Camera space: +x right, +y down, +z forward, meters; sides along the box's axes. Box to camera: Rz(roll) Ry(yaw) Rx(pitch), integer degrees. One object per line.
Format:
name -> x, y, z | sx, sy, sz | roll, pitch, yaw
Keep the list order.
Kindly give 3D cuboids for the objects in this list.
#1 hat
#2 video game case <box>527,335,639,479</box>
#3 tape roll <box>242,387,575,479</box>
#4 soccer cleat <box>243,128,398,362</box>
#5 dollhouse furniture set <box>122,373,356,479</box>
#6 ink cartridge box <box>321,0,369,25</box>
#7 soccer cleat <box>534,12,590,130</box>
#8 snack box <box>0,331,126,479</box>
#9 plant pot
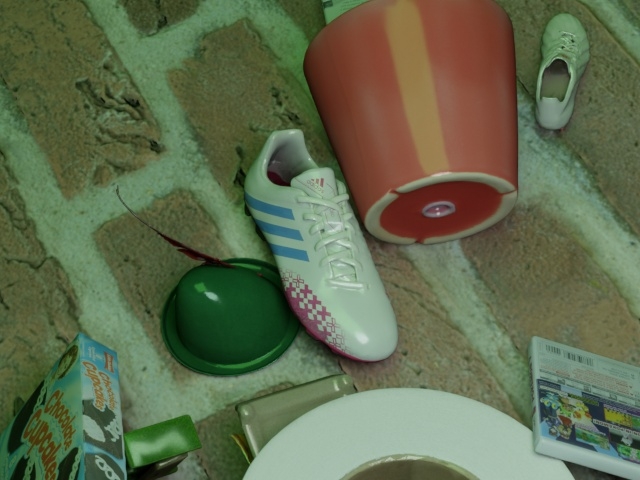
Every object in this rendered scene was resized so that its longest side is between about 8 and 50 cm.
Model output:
hat -> -0.134, 0.049, 1.963 | 0.208, 0.183, 0.173 | -3, 56, 6
video game case -> 0.332, 0.198, 1.817 | 0.201, 0.023, 0.183 | 18, 35, -8
tape roll -> 0.094, 0.330, 1.704 | 0.392, 0.072, 0.392 | 1, 50, -1
soccer cleat -> 0.000, 0.000, 1.988 | 0.116, 0.143, 0.331 | -11, 51, -31
dollhouse furniture set -> -0.082, 0.291, 1.869 | 0.301, 0.151, 0.198 | -15, 75, -23
ink cartridge box -> 0.058, -0.328, 2.259 | 0.109, 0.063, 0.150 | -10, 56, 1
soccer cleat -> 0.323, -0.236, 2.153 | 0.068, 0.076, 0.196 | 6, 57, 12
snack box -> -0.292, 0.262, 1.785 | 0.187, 0.060, 0.322 | -51, 24, 17
plant pot -> 0.130, -0.142, 2.027 | 0.274, 0.275, 0.243 | -10, 66, 1
